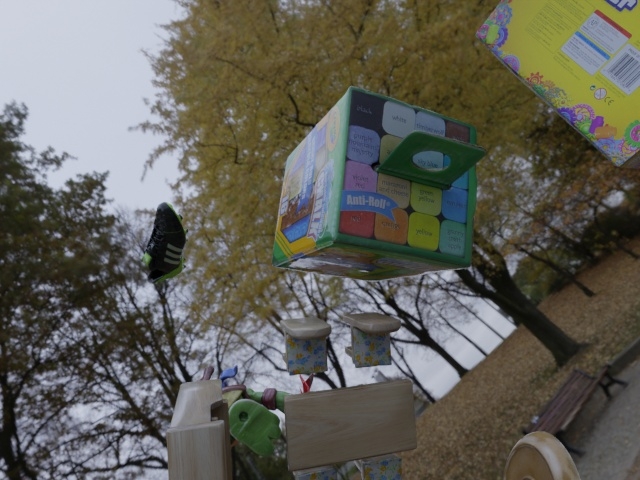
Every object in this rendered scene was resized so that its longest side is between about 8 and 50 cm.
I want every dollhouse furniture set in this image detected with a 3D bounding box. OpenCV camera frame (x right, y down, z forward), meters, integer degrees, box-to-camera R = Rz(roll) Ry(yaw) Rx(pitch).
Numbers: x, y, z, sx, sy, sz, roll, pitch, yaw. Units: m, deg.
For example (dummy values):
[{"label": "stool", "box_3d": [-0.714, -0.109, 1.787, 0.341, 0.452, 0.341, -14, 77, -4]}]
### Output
[{"label": "dollhouse furniture set", "box_3d": [-0.013, 0.192, 0.433, 0.242, 0.212, 0.161, -3, -2, -13]}]

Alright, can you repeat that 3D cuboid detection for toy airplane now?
[{"label": "toy airplane", "box_3d": [-0.031, 0.385, 1.073, 0.028, 0.151, 0.151, -6, -45, -22]}]

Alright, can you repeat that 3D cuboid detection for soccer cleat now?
[{"label": "soccer cleat", "box_3d": [-0.271, 0.011, 0.771, 0.072, 0.060, 0.179, -32, -28, -37]}]

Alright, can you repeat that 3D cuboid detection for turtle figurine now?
[{"label": "turtle figurine", "box_3d": [-0.094, 0.309, 0.640, 0.198, 0.274, 0.266, -10, -14, -6]}]

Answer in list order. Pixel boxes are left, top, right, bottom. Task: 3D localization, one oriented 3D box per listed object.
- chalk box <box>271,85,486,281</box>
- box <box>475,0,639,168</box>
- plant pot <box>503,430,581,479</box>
[{"label": "chalk box", "box_3d": [0.072, -0.054, 0.557, 0.180, 0.179, 0.289, 11, -13, -19]}, {"label": "box", "box_3d": [0.441, -0.266, 0.659, 0.279, 0.290, 0.177, -8, -34, -44]}, {"label": "plant pot", "box_3d": [0.380, 0.461, 0.789, 0.236, 0.032, 0.236, -170, 90, -87]}]
